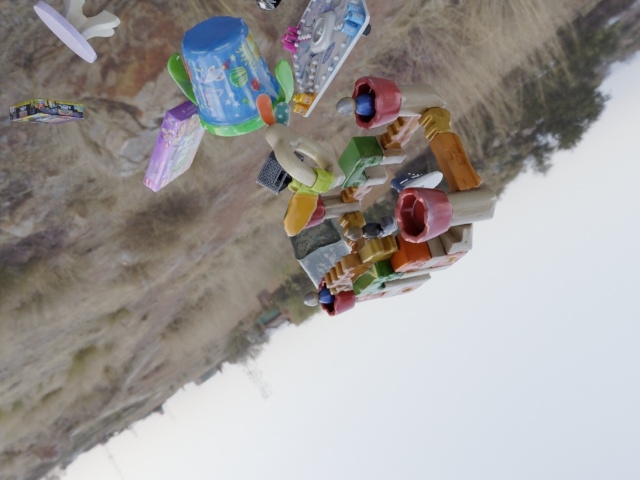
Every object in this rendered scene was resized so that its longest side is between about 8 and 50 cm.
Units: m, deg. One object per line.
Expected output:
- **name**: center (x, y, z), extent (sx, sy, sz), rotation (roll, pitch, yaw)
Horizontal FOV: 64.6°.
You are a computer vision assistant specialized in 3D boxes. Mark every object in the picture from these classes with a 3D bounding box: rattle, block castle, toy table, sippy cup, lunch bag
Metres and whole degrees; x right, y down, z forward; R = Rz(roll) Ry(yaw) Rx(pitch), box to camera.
- **rattle**: center (-0.064, -0.134, 0.883), extent (0.130, 0.199, 0.143), rotation (-39, 167, -41)
- **block castle**: center (0.085, -0.054, 0.964), extent (0.212, 0.303, 0.453), rotation (-9, 158, -25)
- **toy table**: center (-0.847, -0.773, 1.780), extent (0.161, 0.252, 0.274), rotation (-55, 175, -11)
- **sippy cup**: center (-0.231, -0.422, 1.268), extent (0.305, 0.240, 0.224), rotation (-16, 141, 1)
- **lunch bag**: center (0.000, 0.000, 1.589), extent (0.169, 0.287, 0.235), rotation (-26, 136, 6)

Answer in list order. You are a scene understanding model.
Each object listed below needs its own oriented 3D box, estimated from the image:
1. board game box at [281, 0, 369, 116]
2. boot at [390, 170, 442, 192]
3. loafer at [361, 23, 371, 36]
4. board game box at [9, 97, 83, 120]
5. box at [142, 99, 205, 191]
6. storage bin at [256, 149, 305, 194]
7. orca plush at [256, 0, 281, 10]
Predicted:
- **board game box**: center (-0.006, -0.657, 1.583), extent (0.050, 0.390, 0.390), rotation (8, 144, -28)
- **boot**: center (0.341, -0.217, 1.796), extent (0.190, 0.086, 0.069), rotation (-23, 139, -30)
- **loafer**: center (0.100, -0.776, 1.772), extent (0.062, 0.170, 0.061), rotation (-54, -153, -5)
- **board game box**: center (-0.839, -0.391, 1.550), extent (0.170, 0.048, 0.141), rotation (1, -175, 35)
- **box**: center (-0.450, -0.312, 1.614), extent (0.293, 0.057, 0.201), rotation (-54, 180, 39)
- **storage bin**: center (-0.132, -0.241, 1.704), extent (0.122, 0.084, 0.180), rotation (-60, 179, 22)
- **orca plush**: center (-0.097, -0.763, 1.473), extent (0.287, 0.102, 0.151), rotation (-40, -179, 42)
